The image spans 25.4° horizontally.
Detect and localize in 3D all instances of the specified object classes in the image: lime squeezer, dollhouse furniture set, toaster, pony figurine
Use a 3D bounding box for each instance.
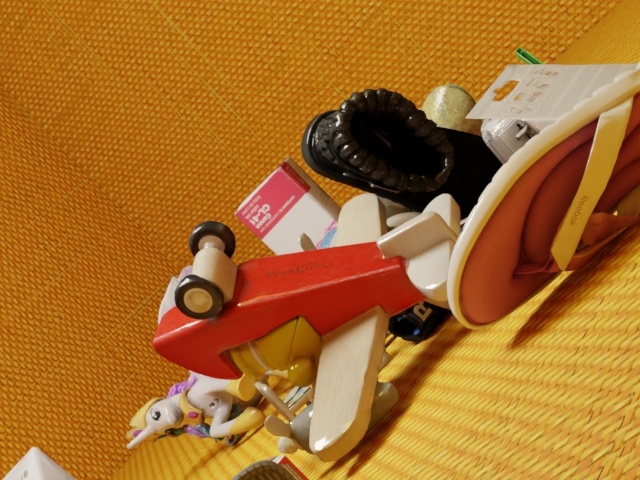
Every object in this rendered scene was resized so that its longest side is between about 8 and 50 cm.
[{"bbox_3d":[0.433,-0.237,2.233,0.059,0.110,0.310,-28,28,-21],"label":"lime squeezer"},{"bbox_3d":[-0.007,0.147,2.073,0.212,0.161,0.242,-44,3,-9],"label":"dollhouse furniture set"},{"bbox_3d":[0.315,-0.148,2.009,0.129,0.146,0.227,-42,3,19],"label":"toaster"},{"bbox_3d":[-0.177,0.231,2.593,0.363,0.303,0.351,-20,27,42],"label":"pony figurine"}]

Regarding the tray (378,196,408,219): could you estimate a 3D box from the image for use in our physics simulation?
[{"bbox_3d":[0.107,-0.021,2.310,0.145,0.030,0.270,-59,-18,9],"label":"tray"}]

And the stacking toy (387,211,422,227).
[{"bbox_3d":[0.108,0.058,2.194,0.141,0.141,0.330,-45,-1,-15],"label":"stacking toy"}]

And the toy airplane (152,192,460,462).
[{"bbox_3d":[0.033,0.098,1.770,0.386,0.272,0.384,-35,36,-27],"label":"toy airplane"}]

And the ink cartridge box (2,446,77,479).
[{"bbox_3d":[-0.351,0.429,1.804,0.198,0.197,0.270,-47,17,-3],"label":"ink cartridge box"}]

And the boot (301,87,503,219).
[{"bbox_3d":[0.153,-0.112,1.971,0.260,0.348,0.131,170,108,-75],"label":"boot"}]

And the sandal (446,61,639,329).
[{"bbox_3d":[0.294,-0.062,1.449,0.416,0.169,0.102,-44,43,-6],"label":"sandal"}]

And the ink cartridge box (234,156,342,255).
[{"bbox_3d":[0.000,0.000,2.627,0.131,0.306,0.226,-44,3,7],"label":"ink cartridge box"}]

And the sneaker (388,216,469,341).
[{"bbox_3d":[0.163,0.063,1.882,0.217,0.079,0.121,-52,0,43],"label":"sneaker"}]

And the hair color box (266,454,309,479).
[{"bbox_3d":[-0.092,0.332,1.686,0.167,0.053,0.093,-44,2,-18],"label":"hair color box"}]

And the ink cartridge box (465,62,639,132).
[{"bbox_3d":[0.332,-0.175,1.855,0.232,0.066,0.189,-2,27,29],"label":"ink cartridge box"}]

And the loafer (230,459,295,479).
[{"bbox_3d":[-0.115,0.336,1.529,0.251,0.094,0.087,-46,8,-37],"label":"loafer"}]

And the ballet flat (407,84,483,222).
[{"bbox_3d":[0.188,-0.085,2.220,0.123,0.123,0.348,-46,-27,-32],"label":"ballet flat"}]
